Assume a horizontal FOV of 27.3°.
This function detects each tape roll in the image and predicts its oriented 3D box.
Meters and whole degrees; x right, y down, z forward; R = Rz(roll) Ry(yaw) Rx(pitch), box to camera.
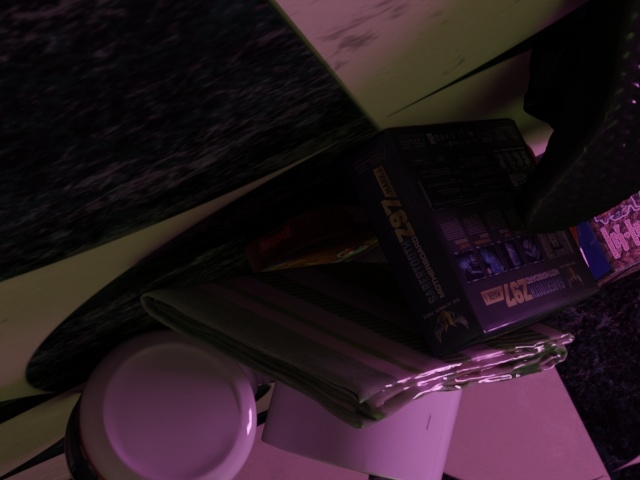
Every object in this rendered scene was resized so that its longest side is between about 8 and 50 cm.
[{"bbox_3d":[0.058,0.212,1.731,0.246,0.169,0.246,15,175,1],"label":"tape roll"}]

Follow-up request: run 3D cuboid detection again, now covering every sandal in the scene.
[{"bbox_3d":[0.234,-0.143,0.982,0.167,0.107,0.446,-20,156,-13],"label":"sandal"}]

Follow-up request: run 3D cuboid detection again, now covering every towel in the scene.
[{"bbox_3d":[0.044,0.078,1.151,0.248,0.038,0.325,23,-161,35],"label":"towel"}]

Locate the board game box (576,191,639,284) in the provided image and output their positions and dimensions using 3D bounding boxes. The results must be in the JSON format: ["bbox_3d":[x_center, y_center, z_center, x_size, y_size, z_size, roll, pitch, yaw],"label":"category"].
[{"bbox_3d":[0.482,-0.054,1.876,0.291,0.141,0.232,-24,170,-7],"label":"board game box"}]

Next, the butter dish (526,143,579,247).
[{"bbox_3d":[0.198,-0.009,1.301,0.160,0.160,0.118,-19,-172,-31],"label":"butter dish"}]

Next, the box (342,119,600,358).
[{"bbox_3d":[0.136,-0.009,1.141,0.059,0.183,0.232,-33,169,34],"label":"box"}]

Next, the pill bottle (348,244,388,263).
[{"bbox_3d":[0.098,0.041,1.425,0.229,0.131,0.131,-36,170,-1],"label":"pill bottle"}]

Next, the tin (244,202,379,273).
[{"bbox_3d":[0.000,0.000,1.283,0.106,0.040,0.189,-26,170,25],"label":"tin"}]

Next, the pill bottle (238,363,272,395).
[{"bbox_3d":[-0.139,0.185,1.751,0.152,0.086,0.086,-22,170,-17],"label":"pill bottle"}]

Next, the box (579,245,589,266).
[{"bbox_3d":[0.204,0.031,1.581,0.183,0.056,0.231,-26,-160,1],"label":"box"}]

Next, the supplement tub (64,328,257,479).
[{"bbox_3d":[-0.190,0.220,1.503,0.191,0.191,0.272,-21,169,-21],"label":"supplement tub"}]
